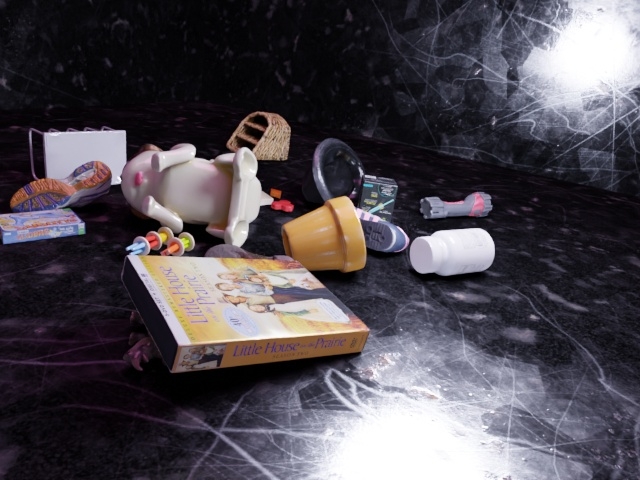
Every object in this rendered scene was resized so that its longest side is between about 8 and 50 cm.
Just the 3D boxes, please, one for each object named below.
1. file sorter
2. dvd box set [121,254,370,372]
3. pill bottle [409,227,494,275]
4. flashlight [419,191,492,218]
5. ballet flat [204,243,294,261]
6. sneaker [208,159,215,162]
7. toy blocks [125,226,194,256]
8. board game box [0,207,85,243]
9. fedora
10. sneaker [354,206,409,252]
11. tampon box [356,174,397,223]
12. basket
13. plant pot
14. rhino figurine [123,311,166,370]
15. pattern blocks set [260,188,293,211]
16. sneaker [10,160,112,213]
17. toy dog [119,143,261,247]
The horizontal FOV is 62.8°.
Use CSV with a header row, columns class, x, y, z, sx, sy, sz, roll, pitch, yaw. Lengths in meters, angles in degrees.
class,x,y,z,sx,sy,sz,roll,pitch,yaw
file sorter,-0.861,-0.302,1.860,0.173,0.193,0.277,22,25,38
dvd box set,-0.148,0.129,1.059,0.420,0.062,0.307,4,24,-38
pill bottle,0.380,0.035,1.526,0.229,0.131,0.131,-4,24,-29
flashlight,0.536,-0.140,2.086,0.303,0.104,0.103,-3,-3,-24
ballet flat,-0.181,0.063,1.365,0.249,0.058,0.084,7,56,11
sneaker,-0.427,-0.283,2.157,0.192,0.064,0.086,23,33,35
toy blocks,-0.425,0.015,1.386,0.123,0.054,0.148,15,22,18
board game box,-0.769,-0.042,1.435,0.201,0.035,0.136,-11,28,-40
fedora,0.036,-0.219,1.973,0.152,0.334,0.334,-19,2,37
sneaker,0.145,-0.037,1.699,0.131,0.112,0.319,11,16,-45
tampon box,0.195,-0.137,1.859,0.120,0.161,0.101,9,20,-2
basket,-0.313,-0.534,2.626,0.222,0.214,0.299,-4,24,-32
plant pot,0.000,0.000,1.420,0.187,0.205,0.205,-14,26,-11
rhino figurine,-0.309,0.170,1.006,0.106,0.073,0.243,4,23,-3
pattern blocks set,-0.270,-0.163,1.944,0.285,0.026,0.325,-2,23,-25
sneaker,-0.773,-0.130,1.595,0.296,0.131,0.112,-27,73,-27
toy dog,-0.397,-0.168,1.570,0.407,0.285,0.395,9,15,6
